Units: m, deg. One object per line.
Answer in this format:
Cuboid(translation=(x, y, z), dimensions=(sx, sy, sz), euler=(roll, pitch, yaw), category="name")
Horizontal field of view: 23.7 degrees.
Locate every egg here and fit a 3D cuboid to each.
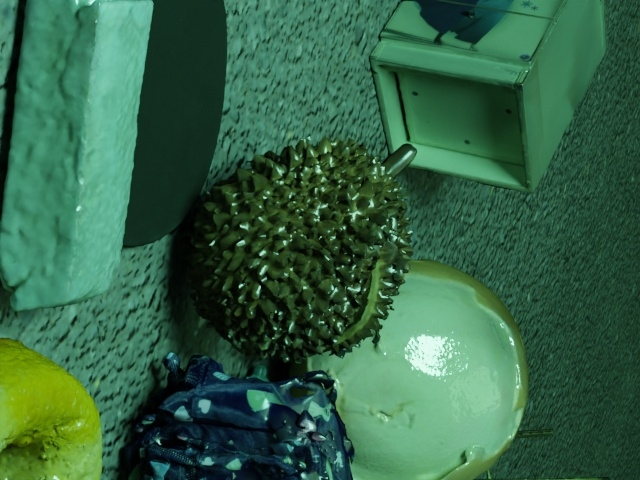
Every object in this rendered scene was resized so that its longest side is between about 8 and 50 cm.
Cuboid(translation=(0.078, 0.114, 1.306), dimensions=(0.244, 0.201, 0.201), euler=(-39, 138, -76), category="egg")

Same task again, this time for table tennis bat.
Cuboid(translation=(-0.105, -0.139, 0.995), dimensions=(0.173, 0.022, 0.301), euler=(-29, 128, -58), category="table tennis bat")

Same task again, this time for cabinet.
Cuboid(translation=(0.159, -0.176, 1.401), dimensions=(0.206, 0.145, 0.150), euler=(-59, 151, -35), category="cabinet")

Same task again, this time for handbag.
Cuboid(translation=(-0.055, 0.205, 1.117), dimensions=(0.113, 0.162, 0.260), euler=(-69, 159, -51), category="handbag")

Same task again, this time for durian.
Cuboid(translation=(0.000, 0.000, 1.103), dimensions=(0.196, 0.167, 0.196), euler=(-46, 180, 0), category="durian")

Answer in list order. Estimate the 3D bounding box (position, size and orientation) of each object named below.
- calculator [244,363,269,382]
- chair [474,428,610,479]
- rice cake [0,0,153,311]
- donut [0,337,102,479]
Cuboid(translation=(-0.053, 0.165, 1.262), dimensions=(0.094, 0.019, 0.141), euler=(-50, 144, -42), category="calculator")
Cuboid(translation=(0.118, 0.275, 1.557), dimensions=(0.326, 0.170, 0.159), euler=(3, 108, -21), category="chair")
Cuboid(translation=(-0.145, -0.060, 0.897), dimensions=(0.069, 0.063, 0.206), euler=(-8, 109, -67), category="rice cake")
Cuboid(translation=(-0.190, 0.142, 0.895), dimensions=(0.178, 0.065, 0.162), euler=(-43, 139, -50), category="donut")
